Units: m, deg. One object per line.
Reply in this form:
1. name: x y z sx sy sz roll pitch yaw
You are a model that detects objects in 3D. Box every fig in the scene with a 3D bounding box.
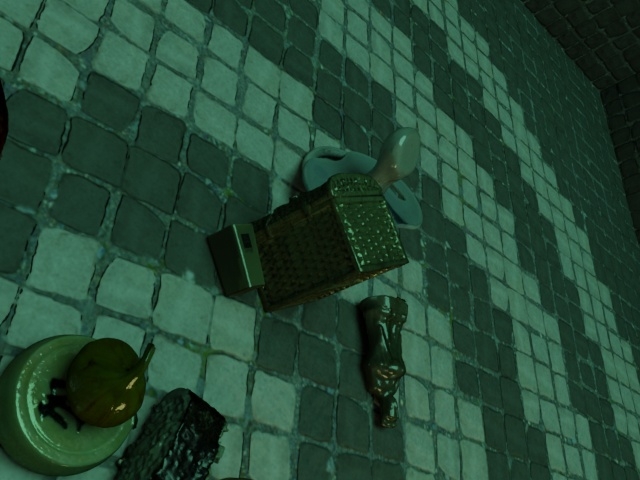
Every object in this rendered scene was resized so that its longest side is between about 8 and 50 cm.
1. fig: -0.203 0.139 0.629 0.082 0.098 0.084 47 52 -21

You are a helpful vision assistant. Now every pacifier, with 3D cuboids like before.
1. pacifier: 0.093 -0.118 1.120 0.227 0.207 0.279 52 36 14

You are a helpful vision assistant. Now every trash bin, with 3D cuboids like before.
1. trash bin: -0.118 0.028 0.911 0.043 0.061 0.092 -7 78 -50

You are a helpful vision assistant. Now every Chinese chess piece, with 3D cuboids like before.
1. Chinese chess piece: -0.262 0.169 0.668 0.144 0.059 0.144 27 51 -38

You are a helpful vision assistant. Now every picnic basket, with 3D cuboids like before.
1. picnic basket: 0.000 0.000 0.950 0.134 0.196 0.154 -7 75 -50

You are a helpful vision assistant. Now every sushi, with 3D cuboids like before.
1. sushi: -0.165 0.242 0.716 0.078 0.091 0.150 50 38 -23

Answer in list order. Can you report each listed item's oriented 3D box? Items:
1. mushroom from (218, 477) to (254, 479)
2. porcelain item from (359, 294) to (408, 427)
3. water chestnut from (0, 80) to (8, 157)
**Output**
1. mushroom: -0.124 0.443 0.619 0.154 0.138 0.407 36 51 -17
2. porcelain item: 0.107 0.201 1.073 0.081 0.069 0.215 26 56 -44
3. water chestnut: -0.407 -0.147 0.532 0.289 0.244 0.288 29 48 -39
